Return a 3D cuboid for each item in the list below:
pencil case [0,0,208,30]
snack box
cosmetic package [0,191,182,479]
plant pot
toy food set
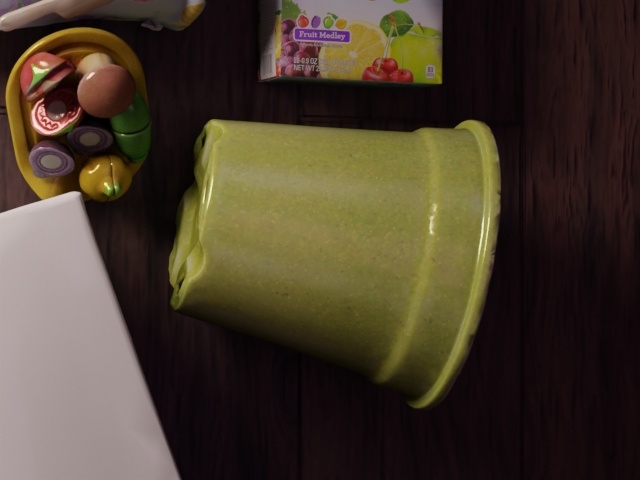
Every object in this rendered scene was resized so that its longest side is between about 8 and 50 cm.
[{"bbox_3d":[-0.235,-0.244,1.580,0.273,0.113,0.124,-6,136,-24],"label":"pencil case"},{"bbox_3d":[0.029,-0.254,1.716,0.175,0.070,0.207,0,89,-23],"label":"snack box"},{"bbox_3d":[-0.259,0.172,1.527,0.217,0.156,0.385,-19,90,-24],"label":"cosmetic package"},{"bbox_3d":[0.000,0.000,1.623,0.254,0.276,0.276,11,86,-11],"label":"plant pot"},{"bbox_3d":[-0.209,-0.112,1.561,0.128,0.071,0.217,-16,127,-14],"label":"toy food set"}]
